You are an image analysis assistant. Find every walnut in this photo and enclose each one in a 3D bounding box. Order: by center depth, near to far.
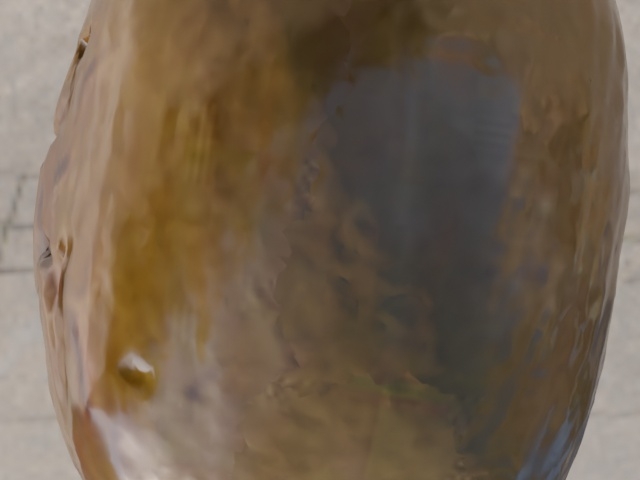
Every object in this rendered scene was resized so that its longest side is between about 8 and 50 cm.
[{"bbox_3d":[0.000,0.000,0.658,0.203,0.297,0.203,9,176,1],"label":"walnut"}]
